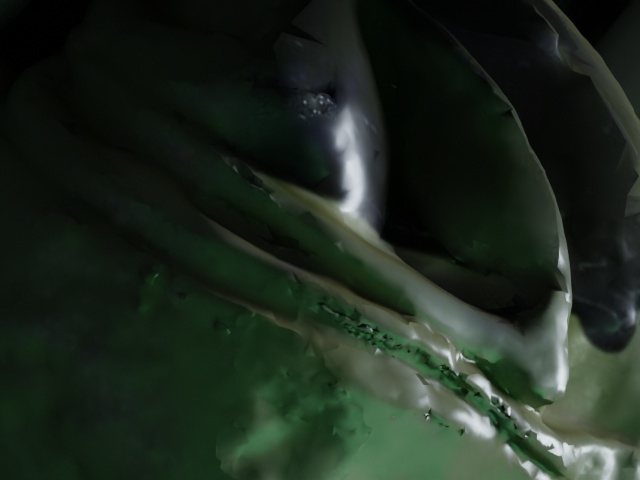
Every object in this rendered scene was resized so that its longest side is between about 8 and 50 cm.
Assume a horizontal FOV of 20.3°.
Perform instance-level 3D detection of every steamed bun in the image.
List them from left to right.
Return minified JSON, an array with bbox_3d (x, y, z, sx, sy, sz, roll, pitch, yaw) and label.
[{"bbox_3d":[0.000,0.000,0.608,0.275,0.320,0.206,11,132,-23],"label":"steamed bun"}]

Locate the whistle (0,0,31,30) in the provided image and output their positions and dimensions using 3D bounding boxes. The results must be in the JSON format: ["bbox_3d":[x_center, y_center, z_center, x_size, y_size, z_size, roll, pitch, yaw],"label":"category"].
[{"bbox_3d":[-0.137,-0.063,0.554,0.220,0.057,0.107,-44,179,8],"label":"whistle"}]

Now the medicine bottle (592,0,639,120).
[{"bbox_3d":[0.219,-0.093,0.963,0.341,0.130,0.130,-51,156,20],"label":"medicine bottle"}]
